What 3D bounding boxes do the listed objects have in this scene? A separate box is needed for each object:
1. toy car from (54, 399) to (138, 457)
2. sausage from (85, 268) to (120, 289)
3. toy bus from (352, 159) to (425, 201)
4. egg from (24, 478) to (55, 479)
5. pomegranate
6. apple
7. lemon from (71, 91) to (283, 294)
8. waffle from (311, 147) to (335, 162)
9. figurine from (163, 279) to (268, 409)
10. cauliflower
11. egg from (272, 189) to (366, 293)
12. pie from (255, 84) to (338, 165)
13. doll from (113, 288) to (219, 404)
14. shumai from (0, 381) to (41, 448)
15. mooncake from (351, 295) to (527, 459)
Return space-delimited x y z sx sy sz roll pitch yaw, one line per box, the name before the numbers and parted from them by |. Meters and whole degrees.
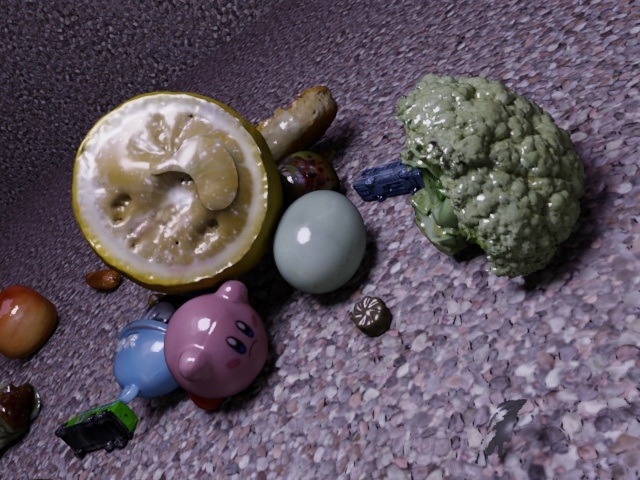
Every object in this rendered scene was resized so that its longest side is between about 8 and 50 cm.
toy car | -0.408 0.341 1.123 0.165 0.071 0.062 -23 20 29
sausage | -0.579 0.105 1.639 0.062 0.054 0.183 -23 12 -40
toy bus | 0.134 -0.112 1.096 0.166 0.047 0.065 -10 39 43
egg | -0.360 0.443 0.773 0.238 0.238 0.289 -46 53 -6
pomegranate | -0.047 -0.099 1.206 0.169 0.148 0.148 -19 37 45
apple | -0.801 0.220 1.640 0.199 0.199 0.199 -29 32 21
lemon | -0.235 -0.077 1.078 0.364 0.364 0.364 -29 32 21
waffle | -0.028 -0.151 1.359 0.092 0.021 0.135 3 52 51
figurine | -0.163 0.161 0.969 0.173 0.173 0.173 -29 32 21
cauliflower | 0.199 -0.084 0.833 0.250 0.272 0.275 -57 -1 42
egg | 0.000 0.000 1.004 0.149 0.149 0.192 -22 29 31
pie | -0.081 -0.200 1.323 0.315 0.092 0.315 -42 -1 -1
doll | -0.274 0.165 1.122 0.177 0.141 0.314 -25 28 38
shumai | -0.748 0.433 1.364 0.222 0.203 0.272 -91 21 -55
mooncake | 0.132 0.155 0.759 0.347 0.057 0.150 2 64 58
